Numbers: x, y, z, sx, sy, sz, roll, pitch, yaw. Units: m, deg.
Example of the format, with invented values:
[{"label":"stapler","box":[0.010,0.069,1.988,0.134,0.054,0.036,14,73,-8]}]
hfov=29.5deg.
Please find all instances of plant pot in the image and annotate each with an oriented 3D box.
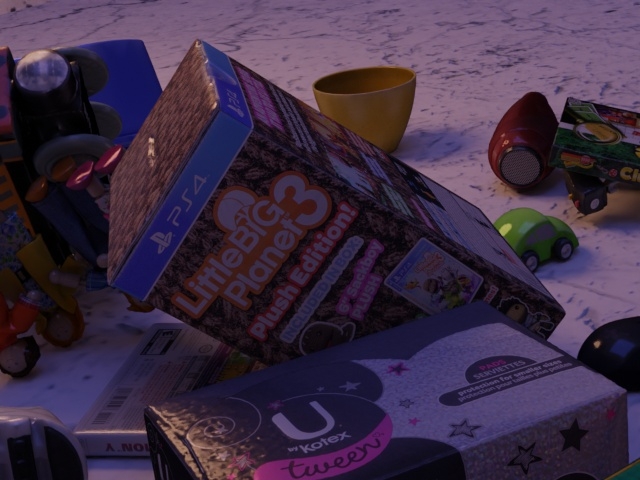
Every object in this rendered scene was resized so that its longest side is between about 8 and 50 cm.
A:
[{"label":"plant pot","box":[0.062,-0.163,1.570,0.134,0.095,0.134,-7,22,3]}]

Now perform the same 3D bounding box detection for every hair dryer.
[{"label":"hair dryer","box":[0.302,-0.100,1.393,0.224,0.080,0.293,-9,31,-25]}]

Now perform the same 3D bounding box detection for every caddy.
[{"label":"caddy","box":[-0.335,-0.121,1.498,0.341,0.179,0.241,-15,-1,-19]}]

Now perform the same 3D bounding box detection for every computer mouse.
[{"label":"computer mouse","box":[0.316,0.068,0.985,0.242,0.041,0.071,-15,22,-20]}]

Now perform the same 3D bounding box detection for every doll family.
[{"label":"doll family","box":[-0.218,0.017,1.092,0.263,0.163,0.118,-28,27,11]}]

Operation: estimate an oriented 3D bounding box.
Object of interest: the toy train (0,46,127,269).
[{"label":"toy train","box":[-0.285,-0.066,1.195,0.190,0.334,0.142,-10,64,-5]}]

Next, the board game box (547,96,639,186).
[{"label":"board game box","box":[0.375,-0.087,1.270,0.260,0.030,0.136,14,34,10]}]

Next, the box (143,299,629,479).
[{"label":"box","box":[0.041,0.151,0.728,0.247,0.142,0.163,-16,23,-21]}]

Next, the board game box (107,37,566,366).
[{"label":"board game box","box":[0.000,0.000,0.919,0.291,0.141,0.232,30,13,-17]}]

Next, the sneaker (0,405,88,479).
[{"label":"sneaker","box":[-0.315,0.171,0.864,0.292,0.110,0.118,-4,13,-13]}]

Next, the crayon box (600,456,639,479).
[{"label":"crayon box","box":[0.258,0.156,0.614,0.278,0.165,0.081,-20,25,-30]}]

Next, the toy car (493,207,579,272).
[{"label":"toy car","box":[0.150,0.011,1.164,0.225,0.053,0.239,-19,25,-27]}]

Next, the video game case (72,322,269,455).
[{"label":"video game case","box":[-0.085,0.119,1.012,0.183,0.023,0.201,-2,21,14]}]
